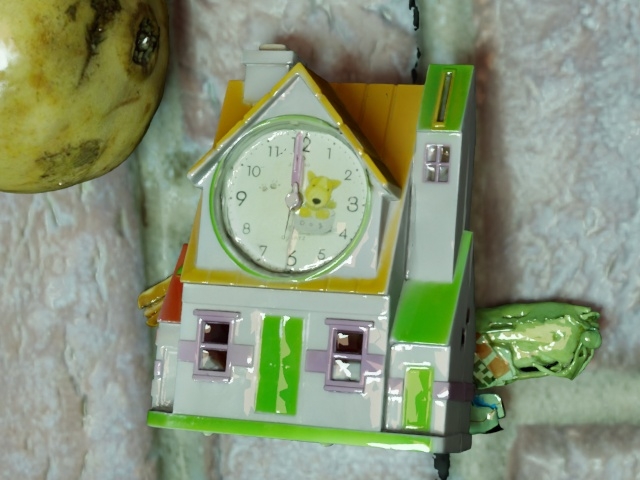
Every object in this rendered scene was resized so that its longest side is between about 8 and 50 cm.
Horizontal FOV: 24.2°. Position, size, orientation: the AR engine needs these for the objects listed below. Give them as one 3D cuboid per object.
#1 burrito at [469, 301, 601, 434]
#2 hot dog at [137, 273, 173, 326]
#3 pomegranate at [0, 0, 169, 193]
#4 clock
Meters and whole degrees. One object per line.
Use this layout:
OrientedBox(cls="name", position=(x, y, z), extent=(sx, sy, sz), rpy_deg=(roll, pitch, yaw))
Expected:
OrientedBox(cls="burrito", position=(0.092, 0.113, 1.229), extent=(0.288, 0.054, 0.104), rpy_deg=(-11, 96, 12))
OrientedBox(cls="hot dog", position=(-0.119, 0.043, 1.277), extent=(0.083, 0.021, 0.037), rpy_deg=(-28, 82, 14))
OrientedBox(cls="pomegranate", position=(-0.236, -0.157, 1.153), extent=(0.260, 0.260, 0.260), rpy_deg=(2, 98, 10))
OrientedBox(cls="clock", position=(0.000, 0.000, 1.146), extent=(0.235, 0.166, 0.310), rpy_deg=(3, 84, 16))
